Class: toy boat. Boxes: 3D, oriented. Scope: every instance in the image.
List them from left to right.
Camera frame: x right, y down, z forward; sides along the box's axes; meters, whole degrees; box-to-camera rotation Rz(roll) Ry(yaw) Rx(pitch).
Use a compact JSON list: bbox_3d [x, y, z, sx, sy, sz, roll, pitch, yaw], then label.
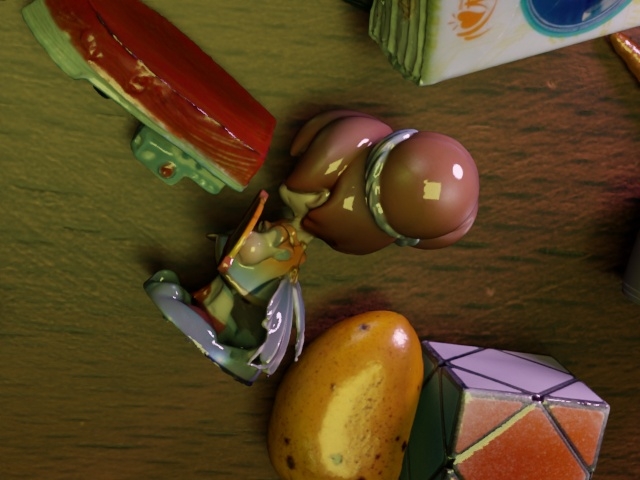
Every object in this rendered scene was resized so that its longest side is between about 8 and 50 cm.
[{"bbox_3d":[-0.214,-0.181,1.608,0.332,0.145,0.133,40,121,-18],"label":"toy boat"}]

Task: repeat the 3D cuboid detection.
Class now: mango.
[{"bbox_3d":[0.033,0.223,1.751,0.191,0.160,0.290,19,96,-7],"label":"mango"}]

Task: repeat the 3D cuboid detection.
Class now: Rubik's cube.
[{"bbox_3d":[0.233,0.265,1.776,0.207,0.205,0.205,7,102,-12],"label":"Rubik's cube"}]

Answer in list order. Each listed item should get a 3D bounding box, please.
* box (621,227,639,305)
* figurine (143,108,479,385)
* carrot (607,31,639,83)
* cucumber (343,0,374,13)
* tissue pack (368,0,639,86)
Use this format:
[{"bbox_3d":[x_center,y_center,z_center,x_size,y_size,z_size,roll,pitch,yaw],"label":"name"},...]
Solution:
[{"bbox_3d":[0.525,0.032,1.767,0.226,0.226,0.149,14,101,-15],"label":"box"},{"bbox_3d":[-0.001,-0.001,1.645,0.248,0.276,0.388,43,90,6],"label":"figurine"},{"bbox_3d":[0.495,-0.161,1.804,0.069,0.069,0.336,-42,102,1],"label":"carrot"},{"bbox_3d":[0.020,-0.358,1.647,0.244,0.063,0.115,21,98,-15],"label":"cucumber"},{"bbox_3d":[0.257,-0.368,1.569,0.388,0.162,0.287,-18,133,-19],"label":"tissue pack"}]
